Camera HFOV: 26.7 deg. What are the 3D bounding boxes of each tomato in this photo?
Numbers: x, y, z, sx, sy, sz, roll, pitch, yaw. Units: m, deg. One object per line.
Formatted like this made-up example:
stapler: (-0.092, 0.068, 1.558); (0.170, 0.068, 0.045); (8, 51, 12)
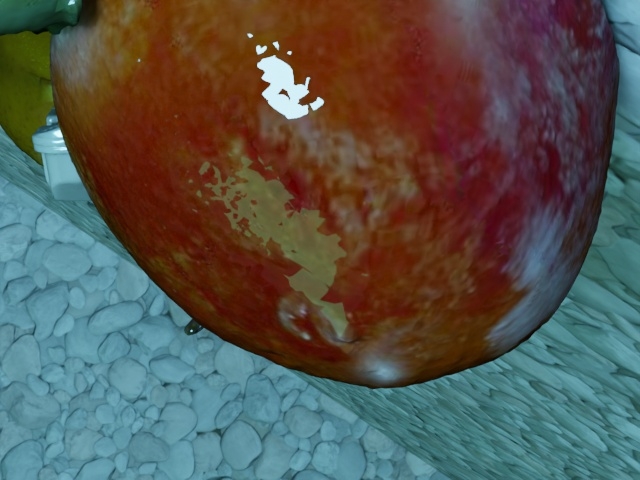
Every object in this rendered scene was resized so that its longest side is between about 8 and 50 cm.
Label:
tomato: (0.020, -0.026, 0.644); (0.309, 0.170, 0.309); (-6, 145, -4)

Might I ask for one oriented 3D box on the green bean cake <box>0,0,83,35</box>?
green bean cake: (-0.232, -0.142, 0.593); (0.227, 0.124, 0.222); (-4, -168, -33)

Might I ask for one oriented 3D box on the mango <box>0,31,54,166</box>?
mango: (-0.126, -0.107, 1.045); (0.290, 0.160, 0.191); (16, 156, 25)

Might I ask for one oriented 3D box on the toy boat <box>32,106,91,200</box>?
toy boat: (-0.037, -0.093, 0.812); (0.141, 0.269, 0.140); (163, 90, -90)
